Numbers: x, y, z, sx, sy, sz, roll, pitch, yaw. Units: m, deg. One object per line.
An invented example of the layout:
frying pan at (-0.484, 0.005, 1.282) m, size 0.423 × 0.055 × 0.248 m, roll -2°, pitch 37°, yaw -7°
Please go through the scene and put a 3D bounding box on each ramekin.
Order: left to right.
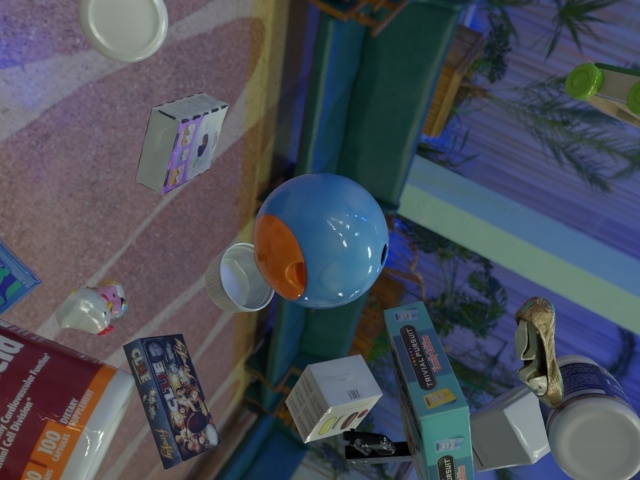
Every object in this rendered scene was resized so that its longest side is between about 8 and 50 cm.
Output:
ramekin at (-0.246, 0.117, 1.878) m, size 0.109 × 0.207 × 0.207 m, roll -21°, pitch -161°, yaw 42°

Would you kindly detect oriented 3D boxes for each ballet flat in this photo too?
ballet flat at (0.346, 0.191, 1.024) m, size 0.067 × 0.073 × 0.206 m, roll -20°, pitch 106°, yaw -22°

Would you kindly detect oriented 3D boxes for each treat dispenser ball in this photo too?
treat dispenser ball at (0.000, 0.000, 1.331) m, size 0.288 × 0.288 × 0.288 m, roll -56°, pitch 166°, yaw -23°

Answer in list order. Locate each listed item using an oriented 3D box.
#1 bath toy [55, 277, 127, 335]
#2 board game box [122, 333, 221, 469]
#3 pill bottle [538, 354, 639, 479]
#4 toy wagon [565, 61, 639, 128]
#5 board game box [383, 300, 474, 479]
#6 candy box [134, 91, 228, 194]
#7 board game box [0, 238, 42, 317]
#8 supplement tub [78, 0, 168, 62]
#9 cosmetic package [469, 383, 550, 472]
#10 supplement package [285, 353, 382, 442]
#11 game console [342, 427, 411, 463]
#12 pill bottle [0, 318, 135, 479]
bath toy at (-0.553, 0.166, 1.564) m, size 0.151 × 0.129 × 0.348 m, roll -54°, pitch -170°, yaw -9°
board game box at (-0.288, 0.307, 1.239) m, size 0.042 × 0.243 × 0.165 m, roll -25°, pitch 169°, yaw 13°
pill bottle at (0.478, 0.310, 1.140) m, size 0.153 × 0.153 × 0.264 m, roll -66°, pitch 173°, yaw 15°
toy wagon at (0.551, -0.184, 0.957) m, size 0.267 × 0.344 × 0.068 m, roll 16°, pitch 105°, yaw -32°
board game box at (0.193, 0.319, 1.109) m, size 0.254 × 0.079 × 0.336 m, roll -104°, pitch -179°, yaw -57°
candy box at (-0.284, -0.205, 1.301) m, size 0.165 × 0.070 × 0.196 m, roll -67°, pitch 170°, yaw 28°
board game box at (-0.696, 0.097, 1.256) m, size 0.210 × 0.160 × 0.047 m, roll -43°, pitch -173°, yaw -12°
supplement tub at (-0.465, -0.524, 1.485) m, size 0.191 × 0.191 × 0.272 m, roll -64°, pitch -156°, yaw 10°
cosmetic package at (0.492, 0.446, 1.548) m, size 0.224 × 0.138 × 0.225 m, roll -20°, pitch 166°, yaw -29°
supplement package at (0.036, 0.467, 1.866) m, size 0.194 × 0.149 × 0.203 m, roll -4°, pitch 138°, yaw -33°
game console at (0.154, 0.511, 1.563) m, size 0.361 × 0.213 × 0.044 m, roll 59°, pitch 26°, yaw -61°
pill bottle at (-0.482, 0.215, 0.867) m, size 0.224 × 0.392 × 0.224 m, roll -156°, pitch -90°, yaw -83°
